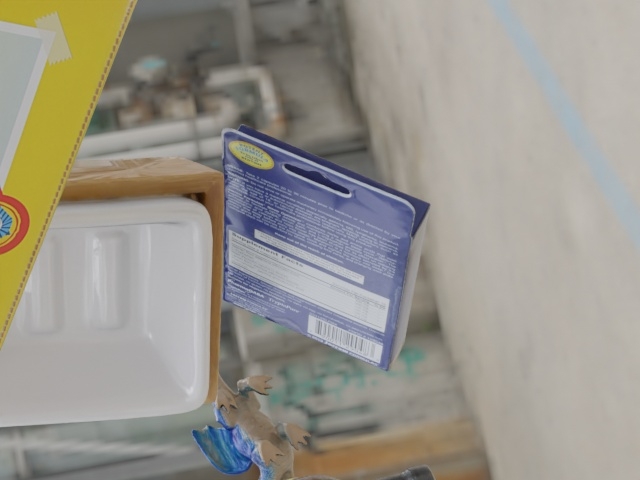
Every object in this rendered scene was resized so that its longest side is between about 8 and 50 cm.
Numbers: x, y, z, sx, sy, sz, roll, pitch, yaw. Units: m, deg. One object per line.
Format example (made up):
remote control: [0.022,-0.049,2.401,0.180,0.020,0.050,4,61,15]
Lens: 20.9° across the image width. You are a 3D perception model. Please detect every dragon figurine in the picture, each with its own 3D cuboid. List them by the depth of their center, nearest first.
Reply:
dragon figurine: [-0.098,0.235,2.139,0.289,0.085,0.144,49,146,9]

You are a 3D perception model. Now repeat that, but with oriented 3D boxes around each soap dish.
soap dish: [-0.229,0.040,1.440,0.118,0.290,0.229,-112,22,-57]

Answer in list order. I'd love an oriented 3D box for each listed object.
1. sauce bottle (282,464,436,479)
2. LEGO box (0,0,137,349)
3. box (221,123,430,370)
sauce bottle: [-0.043,0.311,1.824,0.111,0.344,0.111,169,90,-81]
LEGO box: [-0.352,-0.067,0.996,0.500,0.372,0.193,-65,32,27]
box: [0.000,0.000,1.159,0.225,0.136,0.036,95,-159,-60]
